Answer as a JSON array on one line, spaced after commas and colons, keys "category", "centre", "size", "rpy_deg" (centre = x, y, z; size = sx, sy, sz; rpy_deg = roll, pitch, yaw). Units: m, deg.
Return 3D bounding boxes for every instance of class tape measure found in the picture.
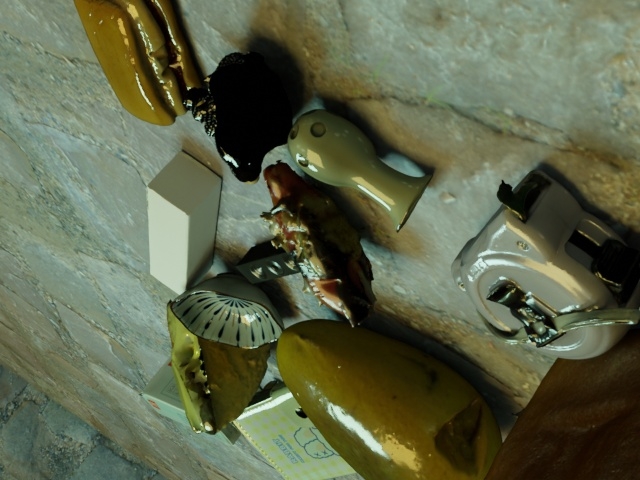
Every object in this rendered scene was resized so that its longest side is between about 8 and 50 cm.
[{"category": "tape measure", "centre": [0.222, 0.042, 0.846], "size": [0.178, 0.105, 0.196], "rpy_deg": [33, 151, 10]}]

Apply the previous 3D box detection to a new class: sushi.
[{"category": "sushi", "centre": [-0.002, 0.000, 1.070], "size": [0.103, 0.097, 0.226], "rpy_deg": [-16, 106, 52]}]

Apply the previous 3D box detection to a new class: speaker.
[{"category": "speaker", "centre": [-0.053, 0.022, 1.219], "size": [0.040, 0.046, 0.191], "rpy_deg": [46, 151, -17]}]

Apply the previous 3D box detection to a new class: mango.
[{"category": "mango", "centre": [0.087, 0.243, 1.234], "size": [0.365, 0.182, 0.253], "rpy_deg": [31, 153, 13]}]

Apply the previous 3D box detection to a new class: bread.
[{"category": "bread", "centre": [-0.214, -0.226, 1.012], "size": [0.116, 0.077, 0.200], "rpy_deg": [31, 153, 33]}, {"category": "bread", "centre": [-0.193, 0.214, 1.567], "size": [0.204, 0.163, 0.262], "rpy_deg": [-18, 78, 60]}, {"category": "bread", "centre": [0.296, 0.222, 0.794], "size": [0.143, 0.323, 0.333], "rpy_deg": [44, 151, -10]}]

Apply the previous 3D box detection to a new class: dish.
[{"category": "dish", "centre": [-0.145, 0.105, 1.407], "size": [0.191, 0.066, 0.190], "rpy_deg": [9, 147, 6]}]

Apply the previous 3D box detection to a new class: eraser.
[{"category": "eraser", "centre": [-0.211, -0.015, 1.319], "size": [0.076, 0.078, 0.298], "rpy_deg": [34, 153, 8]}]

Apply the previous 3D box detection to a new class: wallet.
[{"category": "wallet", "centre": [0.011, 0.327, 1.512], "size": [0.309, 0.077, 0.223], "rpy_deg": [-26, 107, 39]}]

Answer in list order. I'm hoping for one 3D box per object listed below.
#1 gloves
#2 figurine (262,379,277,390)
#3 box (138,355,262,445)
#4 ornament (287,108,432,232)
[{"category": "gloves", "centre": [-0.081, -0.139, 0.975], "size": [0.129, 0.106, 0.180], "rpy_deg": [52, -178, -7]}, {"category": "figurine", "centre": [-0.064, 0.371, 1.686], "size": [0.121, 0.122, 0.176], "rpy_deg": [4, 137, 44]}, {"category": "box", "centre": [-0.255, 0.332, 1.847], "size": [0.269, 0.135, 0.079], "rpy_deg": [11, 143, 42]}, {"category": "ornament", "centre": [0.037, -0.081, 0.924], "size": [0.156, 0.081, 0.075], "rpy_deg": [32, 112, 6]}]
